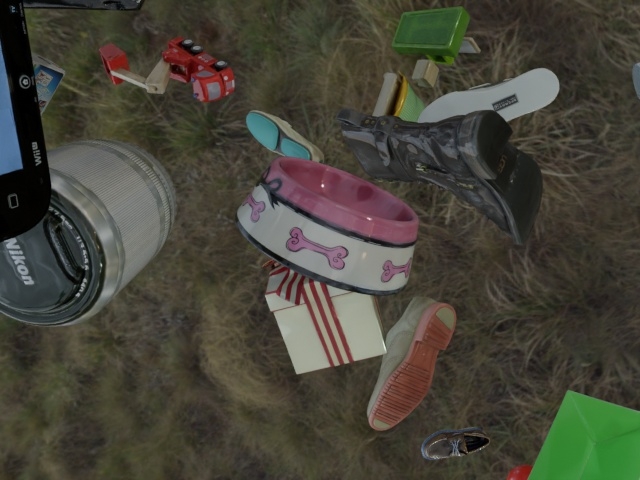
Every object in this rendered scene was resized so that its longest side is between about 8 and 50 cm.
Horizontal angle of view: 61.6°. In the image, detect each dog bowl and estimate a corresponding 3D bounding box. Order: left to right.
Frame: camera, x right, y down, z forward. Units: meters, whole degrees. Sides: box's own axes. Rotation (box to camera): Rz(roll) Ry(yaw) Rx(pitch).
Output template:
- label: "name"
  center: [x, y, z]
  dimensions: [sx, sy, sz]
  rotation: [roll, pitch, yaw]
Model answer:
- label: "dog bowl"
  center: [0.031, -0.050, 1.168]
  dimensions: [0.408, 0.408, 0.150]
  rotation: [36, 113, 34]

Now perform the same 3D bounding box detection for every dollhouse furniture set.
- label: "dollhouse furniture set"
  center: [0.248, -0.339, 1.227]
  dimensions: [0.151, 0.198, 0.301]
  rotation: [17, 87, 38]

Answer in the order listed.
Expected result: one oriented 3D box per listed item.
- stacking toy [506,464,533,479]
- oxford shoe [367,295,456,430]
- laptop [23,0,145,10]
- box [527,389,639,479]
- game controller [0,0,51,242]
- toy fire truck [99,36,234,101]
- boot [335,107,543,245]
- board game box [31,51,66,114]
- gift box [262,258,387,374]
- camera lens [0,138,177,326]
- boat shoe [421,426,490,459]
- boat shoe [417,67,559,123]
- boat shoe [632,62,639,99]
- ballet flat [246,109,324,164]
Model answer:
- label: "stacking toy"
  center: [0.538, 0.546, 1.097]
  dimensions: [0.330, 0.141, 0.141]
  rotation: [4, 92, 46]
- label: "oxford shoe"
  center: [0.236, 0.342, 1.520]
  dimensions: [0.397, 0.140, 0.146]
  rotation: [-58, 31, -5]
- label: "laptop"
  center: [-0.245, -0.460, 0.616]
  dimensions: [0.236, 0.408, 0.382]
  rotation: [90, -179, -47]
- label: "box"
  center: [0.375, 0.380, 0.712]
  dimensions: [0.127, 0.231, 0.262]
  rotation: [10, 60, 51]
- label: "game controller"
  center: [-0.340, -0.140, 0.491]
  dimensions: [0.067, 0.166, 0.319]
  rotation: [19, 119, 30]
- label: "toy fire truck"
  center: [-0.246, -0.271, 0.861]
  dimensions: [0.192, 0.135, 0.047]
  rotation: [38, 148, 25]
- label: "boot"
  center: [0.164, -0.096, 0.744]
  dimensions: [0.229, 0.263, 0.091]
  rotation: [11, 63, 46]
- label: "board game box"
  center: [-0.609, -0.267, 0.944]
  dimensions: [0.053, 0.305, 0.193]
  rotation: [35, 98, 8]
- label: "gift box"
  center: [0.023, 0.130, 1.238]
  dimensions: [0.255, 0.276, 0.258]
  rotation: [-17, 111, 2]
- label: "camera lens"
  center: [-0.348, -0.023, 0.773]
  dimensions: [0.220, 0.274, 0.219]
  rotation: [2, 111, 6]
- label: "boat shoe"
  center: [0.351, 0.523, 1.386]
  dimensions: [0.066, 0.183, 0.066]
  rotation: [153, 105, -73]
- label: "boat shoe"
  center: [0.254, -0.204, 0.837]
  dimensions: [0.219, 0.070, 0.077]
  rotation: [-17, 99, 1]
- label: "boat shoe"
  center: [0.573, -0.267, 0.868]
  dimensions: [0.083, 0.183, 0.065]
  rotation: [-13, 102, 17]
- label: "ballet flat"
  center: [-0.086, -0.257, 1.369]
  dimensions: [0.248, 0.086, 0.086]
  rotation: [41, 115, 24]
